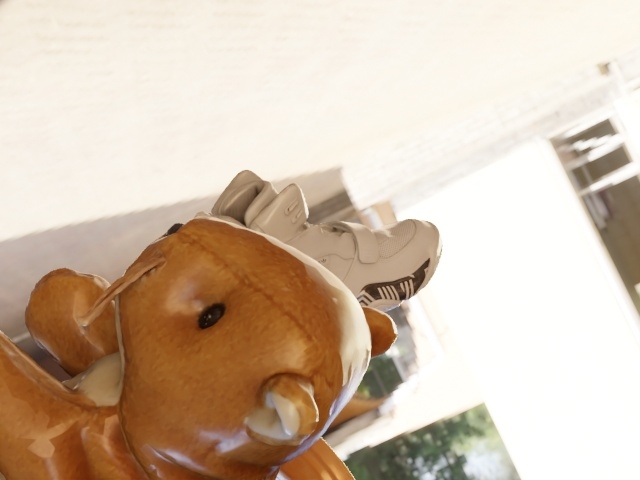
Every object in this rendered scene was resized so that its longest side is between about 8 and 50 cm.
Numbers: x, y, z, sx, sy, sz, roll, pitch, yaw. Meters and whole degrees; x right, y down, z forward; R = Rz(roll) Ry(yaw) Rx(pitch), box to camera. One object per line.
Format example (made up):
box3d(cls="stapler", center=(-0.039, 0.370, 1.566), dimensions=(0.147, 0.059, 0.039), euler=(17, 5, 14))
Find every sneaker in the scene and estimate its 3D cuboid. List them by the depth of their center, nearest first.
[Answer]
box3d(cls="sneaker", center=(0.000, 0.000, 1.395), dimensions=(0.366, 0.210, 0.137), euler=(-25, -154, -28))

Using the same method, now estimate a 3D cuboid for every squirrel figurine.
box3d(cls="squirrel figurine", center=(-0.091, 0.186, 0.759), dimensions=(0.370, 0.397, 0.281), euler=(-36, 174, 20))

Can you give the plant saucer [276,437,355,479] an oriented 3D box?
box3d(cls="plant saucer", center=(-0.032, 0.237, 0.955), dimensions=(0.037, 0.200, 0.200), euler=(-29, 180, -38))
